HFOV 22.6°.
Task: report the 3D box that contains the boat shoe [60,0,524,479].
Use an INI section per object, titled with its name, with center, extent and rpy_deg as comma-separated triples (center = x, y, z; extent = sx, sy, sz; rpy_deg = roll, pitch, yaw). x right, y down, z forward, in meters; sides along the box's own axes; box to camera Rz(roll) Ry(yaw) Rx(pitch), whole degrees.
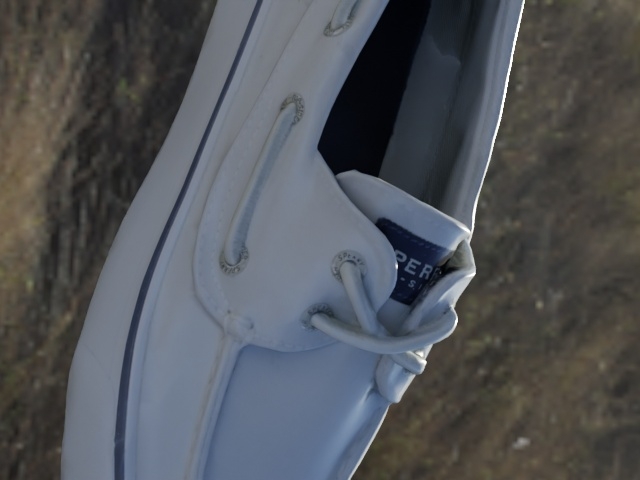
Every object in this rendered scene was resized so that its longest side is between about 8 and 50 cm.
[boat shoe]
center = 0.000, 0.000, 0.455
extent = 0.095, 0.084, 0.258
rpy_deg = 21, 77, -43
